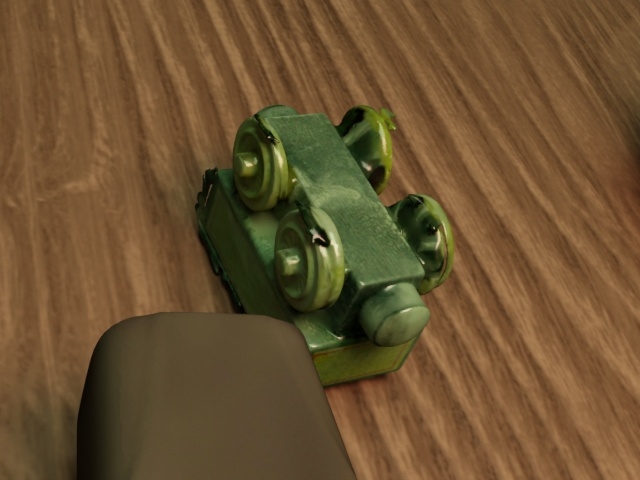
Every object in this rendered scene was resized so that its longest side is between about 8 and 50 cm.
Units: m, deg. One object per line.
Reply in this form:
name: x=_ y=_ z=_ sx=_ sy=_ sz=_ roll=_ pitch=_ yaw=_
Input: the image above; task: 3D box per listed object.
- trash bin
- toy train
trash bin: x=-0.073 y=0.194 z=0.694 sx=0.220 sy=0.219 sz=0.250 roll=5 pitch=42 yaw=-22
toy train: x=0.000 y=0.000 z=0.919 sx=0.159 sy=0.188 sz=0.271 roll=-8 pitch=51 yaw=-30
